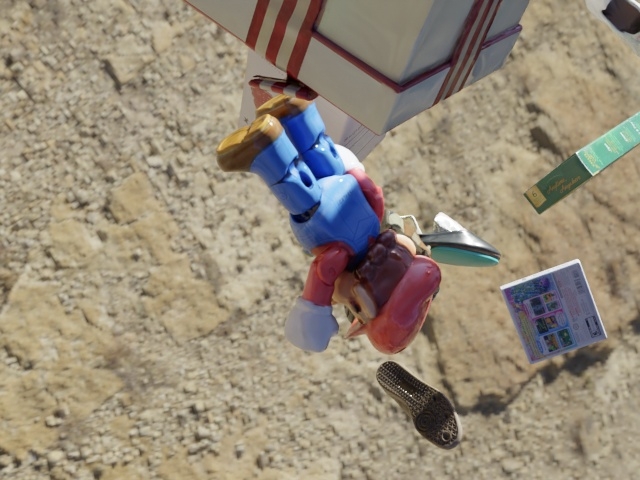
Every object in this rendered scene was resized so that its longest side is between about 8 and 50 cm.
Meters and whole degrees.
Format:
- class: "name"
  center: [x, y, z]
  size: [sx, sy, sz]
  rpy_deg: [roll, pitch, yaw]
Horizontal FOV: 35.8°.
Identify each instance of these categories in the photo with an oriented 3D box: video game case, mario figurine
- class: "video game case"
  center: [0.406, 0.126, 1.722]
  size: [0.019, 0.143, 0.157]
  rpy_deg: [-80, 148, -69]
- class: "mario figurine"
  center: [0.000, 0.000, 1.123]
  size: [0.198, 0.170, 0.321]
  rpy_deg: [-36, 105, -8]

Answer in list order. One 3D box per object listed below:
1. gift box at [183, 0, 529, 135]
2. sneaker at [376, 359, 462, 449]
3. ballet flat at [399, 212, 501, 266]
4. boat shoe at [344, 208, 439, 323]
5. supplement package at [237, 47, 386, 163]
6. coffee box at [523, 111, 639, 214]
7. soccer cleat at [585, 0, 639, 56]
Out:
- class: "gift box"
  center: [0.044, -0.264, 0.831]
  size: [0.276, 0.258, 0.255]
  rpy_deg: [39, 40, 22]
- class: "sneaker"
  center: [0.161, 0.250, 1.499]
  size: [0.071, 0.066, 0.188]
  rpy_deg: [42, 3, -47]
- class: "ballet flat"
  center: [0.194, -0.003, 1.836]
  size: [0.280, 0.095, 0.096]
  rpy_deg: [0, 72, 0]
- class: "boat shoe"
  center: [0.118, 0.053, 1.428]
  size: [0.119, 0.123, 0.324]
  rpy_deg: [34, 22, -8]
- class: "supplement package"
  center: [0.006, -0.217, 1.422]
  size: [0.177, 0.293, 0.175]
  rpy_deg: [40, 67, 9]
- class: "coffee box"
  center: [0.367, -0.106, 1.348]
  size: [0.184, 0.113, 0.040]
  rpy_deg: [-29, 82, -42]
- class: "soccer cleat"
  center: [0.457, -0.300, 1.410]
  size: [0.196, 0.068, 0.076]
  rpy_deg: [27, 25, -21]
